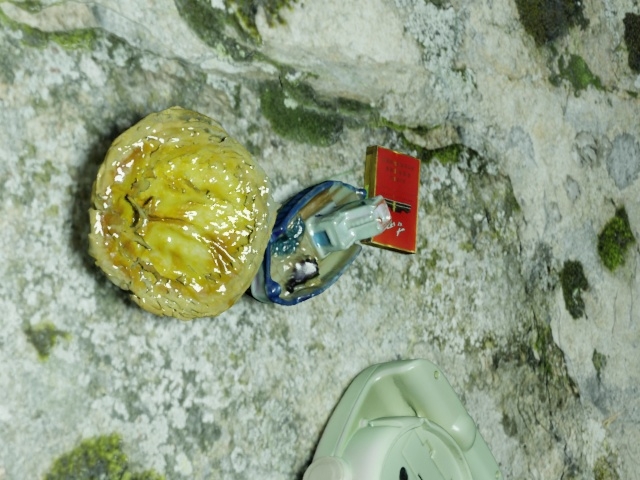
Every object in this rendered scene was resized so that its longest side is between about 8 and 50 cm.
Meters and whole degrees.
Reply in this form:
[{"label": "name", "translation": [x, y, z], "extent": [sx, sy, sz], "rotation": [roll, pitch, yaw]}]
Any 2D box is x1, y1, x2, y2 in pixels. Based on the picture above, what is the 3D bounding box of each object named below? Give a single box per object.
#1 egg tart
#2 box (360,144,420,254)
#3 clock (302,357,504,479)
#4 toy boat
[{"label": "egg tart", "translation": [-0.160, -0.029, 1.530], "extent": [0.252, 0.098, 0.232], "rotation": [3, 89, -42]}, {"label": "box", "translation": [0.093, -0.053, 1.843], "extent": [0.090, 0.023, 0.133], "rotation": [15, 74, -42]}, {"label": "clock", "translation": [0.097, 0.331, 1.718], "extent": [0.265, 0.108, 0.324], "rotation": [58, 42, -25]}, {"label": "toy boat", "translation": [0.000, 0.000, 1.672], "extent": [0.262, 0.115, 0.114], "rotation": [-40, 113, -41]}]
